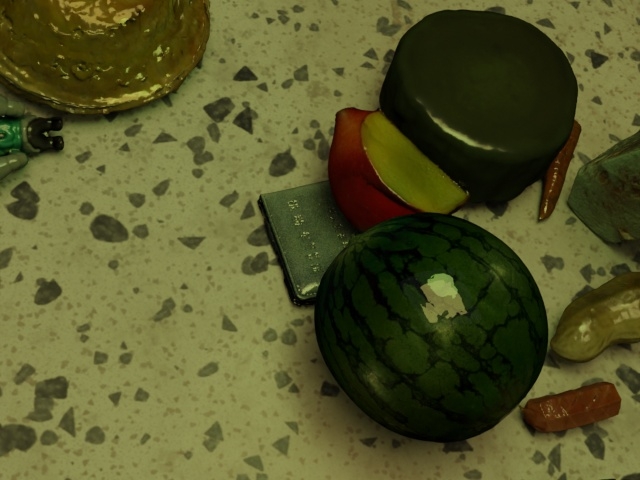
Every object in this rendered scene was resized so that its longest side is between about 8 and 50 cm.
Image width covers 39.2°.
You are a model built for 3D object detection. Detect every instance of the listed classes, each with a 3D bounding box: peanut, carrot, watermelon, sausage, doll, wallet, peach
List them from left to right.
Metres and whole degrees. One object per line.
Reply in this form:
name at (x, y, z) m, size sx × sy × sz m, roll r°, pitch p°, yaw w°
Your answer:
doll at (-0.560, -0.184, 1.464) m, size 0.258 × 0.153 × 0.195 m, roll -34°, pitch 103°, yaw -19°
wallet at (0.000, -0.001, 1.557) m, size 0.167 × 0.036 × 0.222 m, roll -13°, pitch 68°, yaw -17°
peach at (0.095, -0.097, 1.522) m, size 0.267 × 0.159 × 0.154 m, roll 44°, pitch 40°, yaw -1°
watermelon at (0.166, 0.124, 1.368) m, size 0.363 × 0.363 × 0.363 m, roll 4°, pitch 64°, yaw -9°
carrot at (0.447, -0.129, 1.702) m, size 0.057 × 0.057 × 0.224 m, roll 20°, pitch 66°, yaw -2°
sausage at (0.411, 0.278, 1.490) m, size 0.169 × 0.065 × 0.065 m, roll -10°, pitch 67°, yaw -16°
peanut at (0.498, 0.137, 1.551) m, size 0.236 × 0.110 × 0.120 m, roll -28°, pitch 87°, yaw -20°
watermelon at (0.578, -0.094, 1.630) m, size 0.258 × 0.387 × 0.228 m, roll -18°, pitch 93°, yaw 24°

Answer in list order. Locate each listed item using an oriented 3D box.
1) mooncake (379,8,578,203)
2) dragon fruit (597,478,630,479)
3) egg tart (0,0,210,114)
mooncake at (0.283, -0.247, 1.645) m, size 0.357 × 0.194 × 0.356 m, roll 6°, pitch 61°, yaw -11°
dragon fruit at (0.418, 0.493, 1.264) m, size 0.329 × 0.329 × 0.329 m, roll 4°, pitch 64°, yaw -9°
egg tart at (-0.409, -0.429, 1.600) m, size 0.443 × 0.178 × 0.443 m, roll 5°, pitch 66°, yaw -10°
